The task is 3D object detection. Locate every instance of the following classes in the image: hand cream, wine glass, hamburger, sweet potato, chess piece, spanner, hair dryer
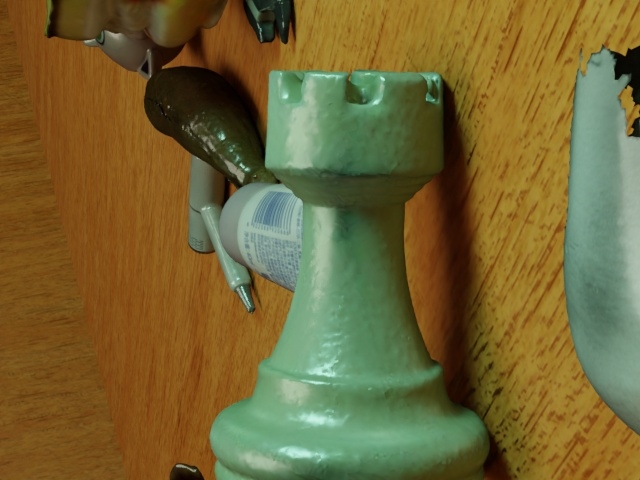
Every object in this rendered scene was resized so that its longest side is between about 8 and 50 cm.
[{"bbox_3d":[0.000,0.000,1.236,0.248,0.083,0.133,20,121,59],"label":"hand cream"},{"bbox_3d":[0.169,0.072,0.581,0.143,0.143,0.321,-151,55,-69],"label":"wine glass"},{"bbox_3d":[-0.165,-0.330,1.359,0.261,0.186,0.302,-106,18,-56],"label":"hamburger"},{"bbox_3d":[-0.115,-0.125,1.538,0.112,0.085,0.286,49,172,-37],"label":"sweet potato"},{"bbox_3d":[0.022,0.033,1.001,0.194,0.195,0.299,-158,68,-71],"label":"chess piece"},{"bbox_3d":[-0.049,-0.321,1.275,0.087,0.024,0.315,-132,36,-58],"label":"spanner"},{"bbox_3d":[-0.103,-0.002,1.636,0.155,0.044,0.183,95,153,-46],"label":"hair dryer"}]

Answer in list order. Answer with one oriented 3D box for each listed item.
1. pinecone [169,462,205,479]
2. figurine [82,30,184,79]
[{"bbox_3d":[-0.098,0.350,1.475,0.264,0.264,0.264,170,90,-74],"label":"pinecone"},{"bbox_3d":[-0.208,-0.256,1.673,0.138,0.125,0.125,35,135,50],"label":"figurine"}]
